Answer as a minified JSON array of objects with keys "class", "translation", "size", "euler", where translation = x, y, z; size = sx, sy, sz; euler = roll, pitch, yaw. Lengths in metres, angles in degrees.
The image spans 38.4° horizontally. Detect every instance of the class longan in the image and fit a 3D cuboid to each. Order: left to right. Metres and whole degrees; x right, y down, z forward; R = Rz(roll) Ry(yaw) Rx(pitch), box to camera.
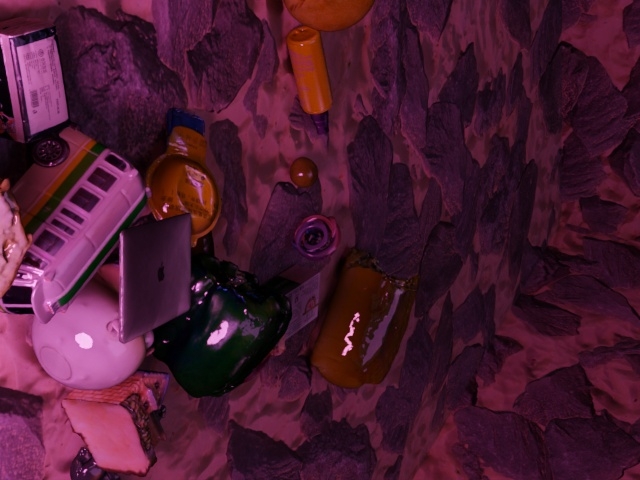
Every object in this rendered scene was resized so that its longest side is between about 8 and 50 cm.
[{"class":"longan","translation":[-0.041,-0.165,2.184],"size":[0.083,0.075,0.075],"euler":[-104,-176,-51]}]

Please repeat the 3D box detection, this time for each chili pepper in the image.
[{"class":"chili pepper","translation":[-0.204,0.175,1.832],"size":[0.233,0.248,0.256],"euler":[25,103,-51]}]

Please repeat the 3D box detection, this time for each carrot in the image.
[{"class":"carrot","translation":[-0.255,-0.002,1.904],"size":[0.066,0.066,0.314],"euler":[-37,132,-47]}]

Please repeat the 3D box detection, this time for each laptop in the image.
[{"class":"laptop","translation":[-0.281,0.057,1.580],"size":[0.269,0.015,0.187],"euler":[-27,121,-72]}]

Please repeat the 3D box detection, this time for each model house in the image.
[{"class":"model house","translation":[-0.363,0.327,1.763],"size":[0.172,0.167,0.182],"euler":[-55,139,-53]}]

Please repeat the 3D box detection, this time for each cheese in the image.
[{"class":"cheese","translation":[-0.257,-0.120,1.747],"size":[0.177,0.069,0.270],"euler":[14,69,-41]}]

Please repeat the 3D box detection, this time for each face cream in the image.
[{"class":"face cream","translation":[-0.016,-0.354,2.099],"size":[0.078,0.078,0.273],"euler":[-51,144,-34]}]

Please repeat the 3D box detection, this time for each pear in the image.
[{"class":"pear","translation":[0.023,-0.539,1.936],"size":[0.209,0.209,0.208],"euler":[-36,135,-47]}]

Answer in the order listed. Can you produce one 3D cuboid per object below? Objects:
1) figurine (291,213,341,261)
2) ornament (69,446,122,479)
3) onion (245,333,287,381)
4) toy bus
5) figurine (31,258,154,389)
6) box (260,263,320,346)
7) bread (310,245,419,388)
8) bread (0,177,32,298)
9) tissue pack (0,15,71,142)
[{"class":"figurine","translation":[-0.005,-0.009,2.297],"size":[0.114,0.126,0.157],"euler":[61,8,0]},{"class":"ornament","translation":[-0.480,0.548,1.791],"size":[0.236,0.080,0.202],"euler":[-55,146,-27]},{"class":"onion","translation":[-0.189,0.233,2.036],"size":[0.207,0.201,0.200],"euler":[-172,-78,-78]},{"class":"toy bus","translation":[-0.418,-0.015,1.449],"size":[0.305,0.179,0.143],"euler":[-56,168,-27]},{"class":"figurine","translation":[-0.368,0.076,1.660],"size":[0.274,0.227,0.394],"euler":[58,43,-19]},{"class":"box","translation":[-0.085,0.159,2.261],"size":[0.199,0.081,0.135],"euler":[-29,130,-49]},{"class":"bread","translation":[0.127,0.232,2.560],"size":[0.251,0.208,0.376],"euler":[23,89,-57]},{"class":"bread","translation":[-0.534,-0.007,1.231],"size":[0.196,0.252,0.238],"euler":[-35,129,-42]},{"class":"tissue pack","translation":[-0.449,-0.245,1.396],"size":[0.103,0.091,0.170],"euler":[-36,136,-47]}]
